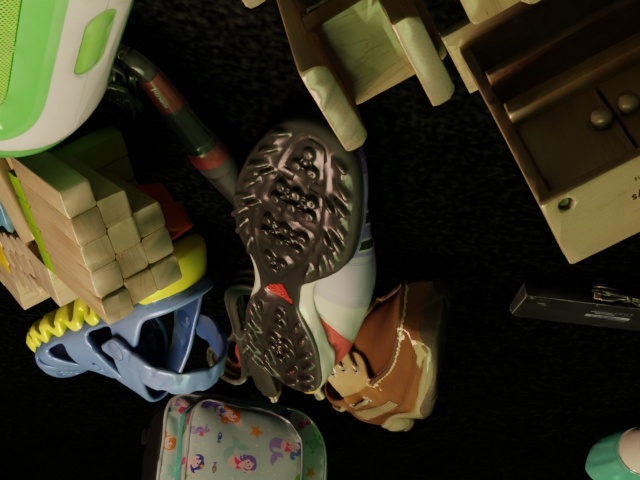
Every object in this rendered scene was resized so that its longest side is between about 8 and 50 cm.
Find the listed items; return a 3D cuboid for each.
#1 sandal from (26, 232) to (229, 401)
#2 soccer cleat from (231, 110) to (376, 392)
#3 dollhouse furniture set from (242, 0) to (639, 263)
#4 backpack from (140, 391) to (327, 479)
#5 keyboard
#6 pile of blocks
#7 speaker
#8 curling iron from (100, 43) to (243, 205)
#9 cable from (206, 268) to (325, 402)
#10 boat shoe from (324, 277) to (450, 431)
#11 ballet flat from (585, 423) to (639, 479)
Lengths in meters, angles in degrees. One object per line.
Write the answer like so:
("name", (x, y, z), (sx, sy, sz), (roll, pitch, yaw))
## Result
("sandal", (-0.195, 0.105, 0.988), (0.126, 0.138, 0.317), (-29, -178, -37))
("soccer cleat", (0.000, 0.000, 0.818), (0.108, 0.116, 0.318), (28, 143, 20))
("dollhouse furniture set", (0.086, -0.136, 0.421), (0.212, 0.161, 0.242), (-27, 130, 12))
("backpack", (-0.114, 0.330, 1.381), (0.253, 0.225, 0.191), (14, 159, -23))
("keyboard", (0.280, 0.061, 0.939), (0.180, 0.023, 0.108), (6, 161, 1))
("pile of blocks", (-0.196, -0.030, 0.789), (0.362, 0.112, 0.149), (-4, 113, 61))
("speaker", (-0.145, -0.153, 0.475), (0.131, 0.131, 0.296), (15, 154, -16))
("curling iron", (-0.095, -0.071, 0.746), (0.068, 0.035, 0.274), (13, 164, 30))
("cable", (-0.073, 0.098, 1.107), (0.139, 0.072, 0.287), (17, 146, 19))
("boat shoe", (0.058, 0.128, 1.026), (0.119, 0.123, 0.324), (10, 154, 0))
("ballet flat", (0.462, 0.265, 1.256), (0.247, 0.083, 0.087), (-8, 152, 17))
